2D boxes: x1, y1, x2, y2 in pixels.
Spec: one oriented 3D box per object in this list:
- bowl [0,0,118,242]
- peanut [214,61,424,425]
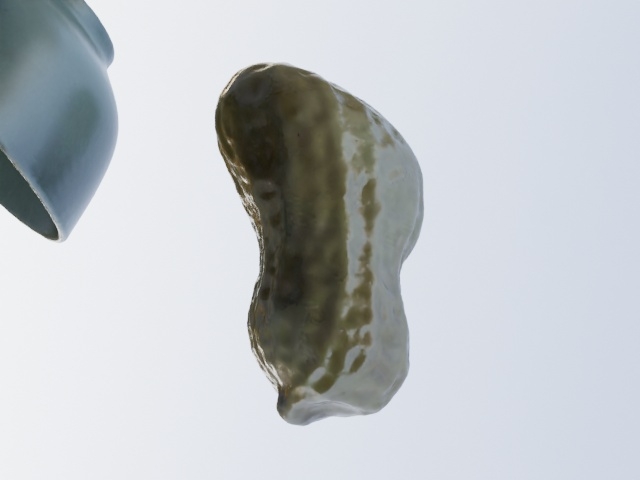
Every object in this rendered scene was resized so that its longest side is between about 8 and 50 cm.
[{"bbox_3d":[-0.263,-0.148,1.306,0.146,0.289,0.289,-47,-149,-14],"label":"bowl"},{"bbox_3d":[0.008,-0.005,1.266,0.159,0.143,0.291,-11,-99,6],"label":"peanut"}]
